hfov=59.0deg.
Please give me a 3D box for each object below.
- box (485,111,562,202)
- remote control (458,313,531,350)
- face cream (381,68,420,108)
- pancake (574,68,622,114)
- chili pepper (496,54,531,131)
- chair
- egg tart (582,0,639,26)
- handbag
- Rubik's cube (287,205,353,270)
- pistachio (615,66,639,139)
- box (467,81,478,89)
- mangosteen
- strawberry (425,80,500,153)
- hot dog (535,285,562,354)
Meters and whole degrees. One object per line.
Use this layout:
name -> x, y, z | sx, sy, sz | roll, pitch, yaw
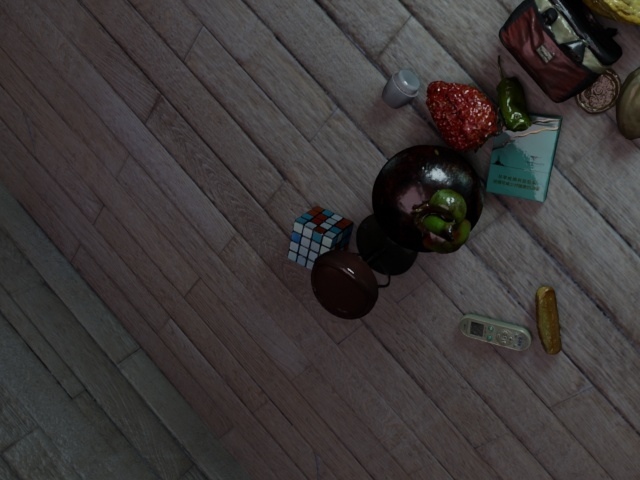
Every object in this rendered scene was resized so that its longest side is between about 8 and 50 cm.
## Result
box -> 0.543, -0.228, 1.519 | 0.161, 0.041, 0.229 | 14, 118, 26
remote control -> 0.541, 0.283, 1.754 | 0.221, 0.042, 0.078 | 13, 119, 28
face cream -> 0.226, -0.427, 1.599 | 0.091, 0.091, 0.095 | 50, 136, 3
pancake -> 0.680, -0.367, 1.388 | 0.114, 0.011, 0.115 | 13, 115, 28
chili pepper -> 0.492, -0.368, 1.455 | 0.073, 0.072, 0.204 | 123, 143, -64
chair -> 0.122, 0.082, 1.701 | 0.226, 0.401, 0.227 | 12, 116, 26
egg tart -> 0.644, -0.572, 1.204 | 0.294, 0.294, 0.123 | 50, 163, 3
handbag -> 0.559, -0.467, 1.315 | 0.254, 0.181, 0.181 | 52, 135, 4
Rubik's cube -> 0.000, 0.000, 1.899 | 0.155, 0.151, 0.154 | 24, 124, 20
pistachio -> 0.750, -0.323, 1.312 | 0.108, 0.126, 0.186 | -115, 31, -49
box -> 0.404, -0.374, 1.544 | 0.079, 0.035, 0.083 | -36, 90, 38
mangosteen -> 0.289, -0.093, 1.546 | 0.305, 0.360, 0.306 | 6, 133, 6
strawberry -> 0.361, -0.340, 1.489 | 0.228, 0.098, 0.174 | 56, 147, 5
hot dog -> 0.660, 0.232, 1.651 | 0.066, 0.047, 0.216 | -16, 106, -1
